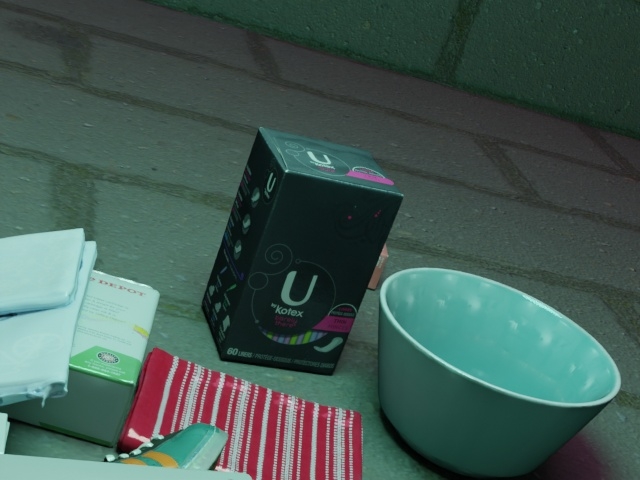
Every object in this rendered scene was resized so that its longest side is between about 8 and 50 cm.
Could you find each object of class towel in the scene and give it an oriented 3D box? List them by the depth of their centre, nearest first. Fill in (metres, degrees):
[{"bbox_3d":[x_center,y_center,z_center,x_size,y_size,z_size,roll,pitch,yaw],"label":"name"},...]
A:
[{"bbox_3d":[-0.081,0.214,1.268,0.275,0.031,0.199,18,23,-4],"label":"towel"}]

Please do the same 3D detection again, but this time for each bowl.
[{"bbox_3d":[0.194,0.178,1.405,0.312,0.163,0.311,18,23,-8],"label":"bowl"}]

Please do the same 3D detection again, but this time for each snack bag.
[{"bbox_3d":[-0.402,0.081,1.138,0.323,0.037,0.342,-6,24,-3],"label":"snack bag"}]

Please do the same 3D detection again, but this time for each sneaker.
[{"bbox_3d":[-0.185,0.236,1.025,0.121,0.108,0.302,28,25,9],"label":"sneaker"}]

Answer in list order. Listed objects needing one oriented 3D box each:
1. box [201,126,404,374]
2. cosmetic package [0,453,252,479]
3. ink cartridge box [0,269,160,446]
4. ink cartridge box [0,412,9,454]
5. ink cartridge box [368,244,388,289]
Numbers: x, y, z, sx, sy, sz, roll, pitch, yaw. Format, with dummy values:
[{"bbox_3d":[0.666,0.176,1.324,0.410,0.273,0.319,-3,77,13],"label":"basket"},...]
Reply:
[{"bbox_3d":[-0.030,0.015,1.448,0.165,0.270,0.143,10,24,-23],"label":"box"},{"bbox_3d":[-0.155,0.297,0.569,0.197,0.365,0.155,8,23,-21],"label":"cosmetic package"},{"bbox_3d":[-0.273,0.116,1.248,0.154,0.093,0.212,17,25,-8],"label":"ink cartridge box"},{"bbox_3d":[-0.354,0.198,0.967,0.151,0.109,0.063,12,22,-18],"label":"ink cartridge box"},{"bbox_3d":[0.000,0.000,1.777,0.198,0.067,0.115,16,23,-10],"label":"ink cartridge box"}]
